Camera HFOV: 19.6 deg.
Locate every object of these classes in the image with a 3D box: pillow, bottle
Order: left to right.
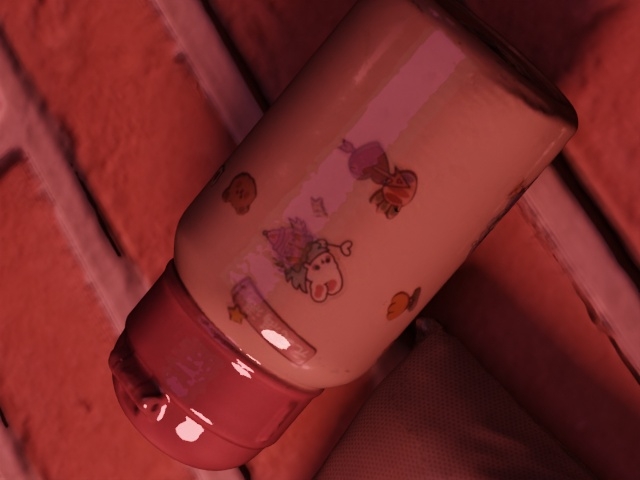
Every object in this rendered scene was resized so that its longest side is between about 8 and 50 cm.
[{"bbox_3d":[0.000,0.000,0.811,0.110,0.110,0.233,46,105,26],"label":"bottle"},{"bbox_3d":[0.084,0.164,0.769,0.255,0.059,0.169,41,105,26],"label":"pillow"}]
